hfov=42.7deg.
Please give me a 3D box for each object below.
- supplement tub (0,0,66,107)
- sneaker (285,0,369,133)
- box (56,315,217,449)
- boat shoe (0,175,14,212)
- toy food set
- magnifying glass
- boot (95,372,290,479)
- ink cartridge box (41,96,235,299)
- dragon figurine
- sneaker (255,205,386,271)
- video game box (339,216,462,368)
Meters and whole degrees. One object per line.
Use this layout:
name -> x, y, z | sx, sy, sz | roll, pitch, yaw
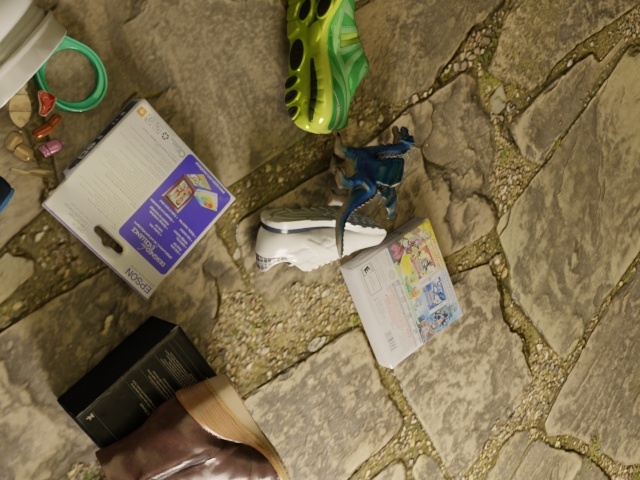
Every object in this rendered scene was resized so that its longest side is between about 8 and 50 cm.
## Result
supplement tub -> -0.465, -0.282, 0.899 | 0.316, 0.228, 0.228 | 46, 70, -28
sneaker -> 0.013, -0.313, 1.301 | 0.123, 0.109, 0.295 | 11, 87, -55
box -> -0.219, 0.269, 1.186 | 0.184, 0.103, 0.261 | -44, 116, -25
boat shoe -> -0.488, 0.001, 0.984 | 0.258, 0.109, 0.089 | -48, 114, -23
toy food set -> -0.377, -0.147, 1.086 | 0.078, 0.019, 0.122 | 7, 98, -27
magnifying glass -> -0.374, -0.269, 1.081 | 0.092, 0.026, 0.231 | -49, 117, -20
boot -> -0.167, 0.322, 1.135 | 0.207, 0.090, 0.248 | -34, 114, -13
ink cartridge box -> -0.257, -0.058, 1.165 | 0.206, 0.045, 0.208 | 49, 68, -27
dragon figurine -> 0.087, -0.092, 1.299 | 0.144, 0.289, 0.085 | 8, 132, -5
sneaker -> 0.000, 0.000, 1.328 | 0.235, 0.090, 0.095 | 0, 108, -30
video game box -> 0.146, 0.089, 1.443 | 0.187, 0.048, 0.205 | -31, 111, -25
